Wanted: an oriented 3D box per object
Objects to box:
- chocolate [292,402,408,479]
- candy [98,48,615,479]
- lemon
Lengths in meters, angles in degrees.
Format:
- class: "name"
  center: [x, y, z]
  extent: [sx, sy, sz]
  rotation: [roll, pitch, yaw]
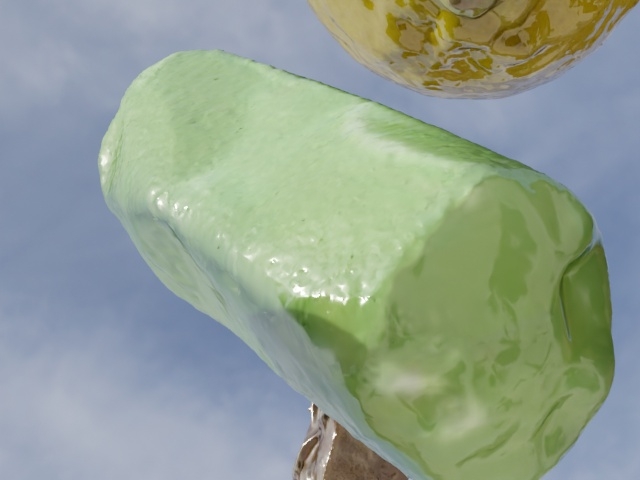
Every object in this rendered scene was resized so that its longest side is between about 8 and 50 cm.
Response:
- class: "chocolate"
  center: [0.037, 0.171, 1.199]
  extent: [0.093, 0.148, 0.214]
  rotation: [16, -93, -7]
- class: "candy"
  center: [0.000, 0.000, 0.614]
  extent: [0.142, 0.343, 0.132]
  rotation: [39, -94, -34]
- class: "lemon"
  center: [0.100, -0.232, 0.868]
  extent: [0.316, 0.285, 0.285]
  rotation: [-5, -56, -63]
